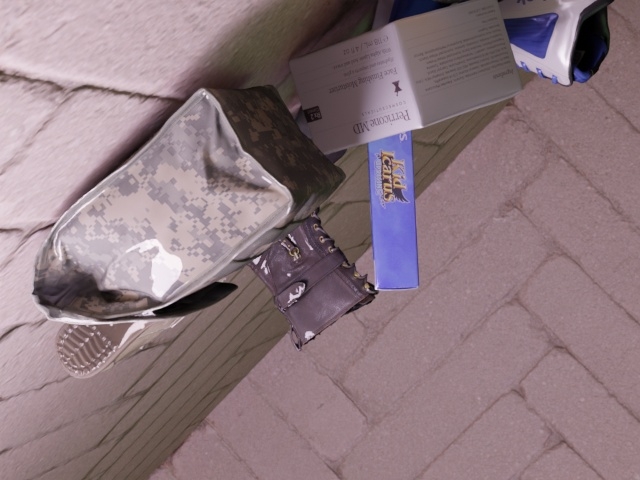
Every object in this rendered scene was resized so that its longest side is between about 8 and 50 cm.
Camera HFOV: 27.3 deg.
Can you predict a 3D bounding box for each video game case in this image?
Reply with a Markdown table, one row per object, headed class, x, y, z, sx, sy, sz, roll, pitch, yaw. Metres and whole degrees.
| class | x | y | z | sx | sy | sz | roll | pitch | yaw |
| --- | --- | --- | --- | --- | --- | --- | --- | --- | --- |
| video game case | 0.097 | -0.076 | 1.768 | 0.061 | 0.270 | 0.244 | -3 | -178 | 3 |

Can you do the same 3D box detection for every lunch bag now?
| class | x | y | z | sx | sy | sz | roll | pitch | yaw |
| --- | --- | --- | --- | --- | --- | --- | --- | --- | --- |
| lunch bag | -0.142 | -0.016 | 1.357 | 0.287 | 0.169 | 0.235 | -39 | 177 | 15 |

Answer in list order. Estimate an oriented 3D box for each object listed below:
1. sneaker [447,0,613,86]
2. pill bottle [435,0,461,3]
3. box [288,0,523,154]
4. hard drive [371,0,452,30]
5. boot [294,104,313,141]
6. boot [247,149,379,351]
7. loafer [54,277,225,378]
| class | x | y | z | sx | sy | sz | roll | pitch | yaw |
| --- | --- | --- | --- | --- | --- | --- | --- | --- | --- |
| sneaker | 0.256 | -0.255 | 1.669 | 0.127 | 0.182 | 0.315 | -37 | 179 | -42 |
| pill bottle | 0.137 | -0.320 | 1.367 | 0.117 | 0.117 | 0.208 | -44 | 172 | -4 |
| box | 0.097 | -0.186 | 1.493 | 0.182 | 0.119 | 0.181 | -22 | -173 | -41 |
| hard drive | 0.150 | -0.331 | 1.648 | 0.210 | 0.040 | 0.319 | -43 | 172 | -13 |
| boot | -0.020 | -0.135 | 1.668 | 0.190 | 0.076 | 0.208 | -56 | -174 | -30 |
| boot | 0.000 | 0.000 | 1.878 | 0.263 | 0.229 | 0.091 | -44 | 172 | -2 |
| loafer | -0.217 | 0.070 | 1.655 | 0.268 | 0.102 | 0.092 | -37 | 174 | 8 |
